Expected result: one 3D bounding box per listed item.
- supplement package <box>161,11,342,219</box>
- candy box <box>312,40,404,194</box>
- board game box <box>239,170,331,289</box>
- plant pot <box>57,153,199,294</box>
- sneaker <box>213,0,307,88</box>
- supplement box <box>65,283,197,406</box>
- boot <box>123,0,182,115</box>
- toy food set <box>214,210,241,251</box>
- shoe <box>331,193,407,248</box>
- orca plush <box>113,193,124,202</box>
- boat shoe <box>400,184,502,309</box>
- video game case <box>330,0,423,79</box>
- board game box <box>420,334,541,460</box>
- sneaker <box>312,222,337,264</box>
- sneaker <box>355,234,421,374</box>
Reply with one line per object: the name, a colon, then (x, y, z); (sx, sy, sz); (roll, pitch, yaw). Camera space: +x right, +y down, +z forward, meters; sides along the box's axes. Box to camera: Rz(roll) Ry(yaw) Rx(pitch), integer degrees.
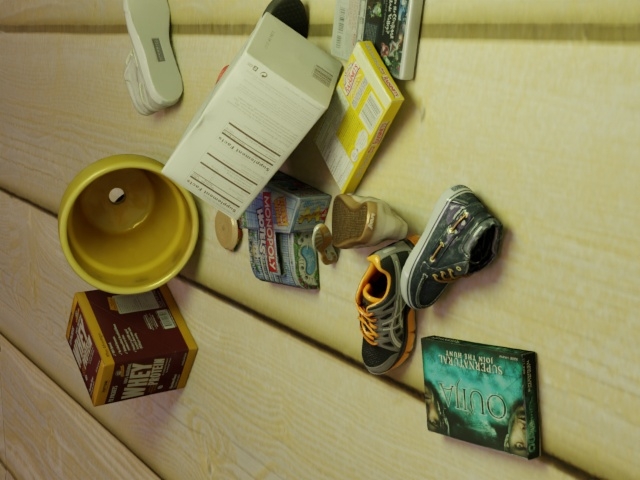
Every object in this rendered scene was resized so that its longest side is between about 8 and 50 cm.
supplement package: (-0.099, -0.174, 1.403); (0.244, 0.134, 0.139); (-48, 15, 36)
candy box: (0.048, -0.163, 1.343); (0.105, 0.027, 0.206); (66, 151, 25)
board game box: (-0.056, -0.021, 1.529); (0.194, 0.060, 0.194); (6, 101, 58)
plant pot: (-0.378, -0.055, 1.881); (0.239, 0.254, 0.254); (-134, 45, -64)
sneaker: (-0.105, -0.268, 1.527); (0.145, 0.090, 0.270); (43, 133, 42)
supplement box: (-0.380, 0.202, 1.961); (0.191, 0.194, 0.129); (57, 140, 34)
boot: (-0.343, -0.368, 1.875); (0.123, 0.095, 0.258); (-16, 84, 51)
toy food set: (-0.163, -0.023, 1.735); (0.083, 0.020, 0.082); (63, 143, 27)
shoe: (0.059, -0.022, 1.330); (0.219, 0.058, 0.077); (-161, 77, -76)
orca plush: (-0.467, 0.002, 2.144); (0.287, 0.102, 0.151); (-44, 60, 52)
boat shoe: (0.157, 0.029, 1.195); (0.083, 0.065, 0.183); (52, 136, 41)
video game case: (0.076, -0.322, 1.294); (0.173, 0.022, 0.190); (32, 122, 51)
board game box: (0.194, 0.189, 1.208); (0.186, 0.026, 0.126); (2, 97, 58)
sneaker: (0.000, 0.000, 1.447); (0.083, 0.032, 0.037); (76, 169, -48)
sneaker: (0.082, 0.088, 1.313); (0.084, 0.083, 0.215); (43, 132, 44)
